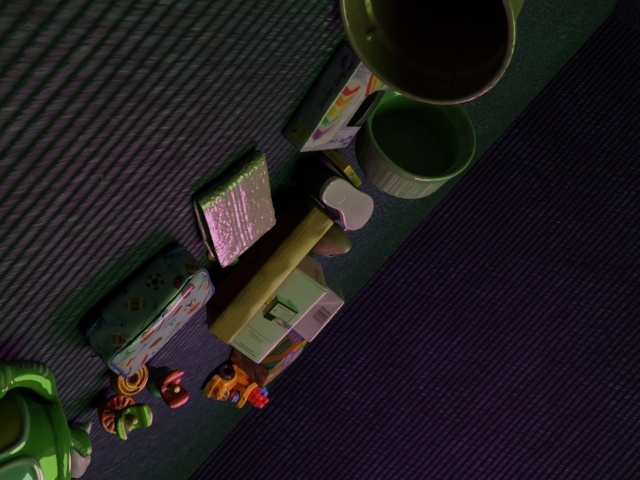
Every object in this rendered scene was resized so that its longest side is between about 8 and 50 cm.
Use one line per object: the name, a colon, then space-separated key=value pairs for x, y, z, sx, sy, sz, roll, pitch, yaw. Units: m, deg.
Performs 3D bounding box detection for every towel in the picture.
towel: x=-0.184 y=-0.065 z=1.526 sx=0.187 sy=0.049 sz=0.282 roll=-43 pitch=157 yaw=-22

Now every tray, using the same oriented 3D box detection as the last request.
tray: x=-0.140 y=0.063 z=1.807 sx=0.411 sy=0.076 sz=0.203 roll=-48 pitch=-161 yaw=5

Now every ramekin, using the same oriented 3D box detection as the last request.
ramekin: x=0.237 y=-0.258 z=1.814 sx=0.303 sy=0.303 sz=0.148 roll=-40 pitch=172 yaw=-28

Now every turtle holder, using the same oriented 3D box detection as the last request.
turtle holder: x=-0.561 y=0.368 z=1.243 sx=0.227 sy=0.243 sz=0.320 roll=-10 pitch=153 yaw=-41

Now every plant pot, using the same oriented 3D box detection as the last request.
plant pot: x=0.252 y=-0.476 z=1.270 sx=0.305 sy=0.333 sz=0.334 roll=-52 pitch=171 yaw=-32

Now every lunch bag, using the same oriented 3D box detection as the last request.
lunch bag: x=-0.371 y=0.162 z=1.509 sx=0.303 sy=0.115 sz=0.243 roll=-44 pitch=168 yaw=-17

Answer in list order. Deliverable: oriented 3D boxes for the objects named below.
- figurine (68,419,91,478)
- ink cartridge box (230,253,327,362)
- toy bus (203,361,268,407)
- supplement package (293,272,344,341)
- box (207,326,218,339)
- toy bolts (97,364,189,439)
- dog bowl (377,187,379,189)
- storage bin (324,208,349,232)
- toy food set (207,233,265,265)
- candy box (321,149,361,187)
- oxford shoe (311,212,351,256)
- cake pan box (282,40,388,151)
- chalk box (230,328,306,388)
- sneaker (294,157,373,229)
figurine: x=-0.678 y=0.563 z=1.761 sx=0.215 sy=0.092 sz=0.209 roll=-34 pitch=157 yaw=-46
ink cartridge box: x=-0.123 y=0.163 z=1.878 sx=0.278 sy=0.117 sz=0.201 roll=-47 pitch=-162 yaw=11
toy bus: x=-0.302 y=0.561 z=2.632 sx=0.220 sy=0.211 sz=0.149 roll=-29 pitch=159 yaw=-49
supplement package: x=-0.041 y=0.192 z=2.309 sx=0.177 sy=0.175 sz=0.293 roll=-50 pitch=-177 yaw=4
box: x=-0.215 y=0.194 z=2.100 sx=0.231 sy=0.056 sz=0.183 roll=-42 pitch=171 yaw=17
toy bolts: x=-0.487 y=0.379 z=1.825 sx=0.228 sy=0.158 sz=0.218 roll=-20 pitch=110 yaw=-43
dog bowl: x=0.270 y=-0.260 z=2.198 sx=0.166 sy=0.074 sz=0.297 roll=-31 pitch=146 yaw=-30
storage bin: x=0.038 y=-0.048 z=2.224 sx=0.091 sy=0.098 sz=0.135 roll=-18 pitch=150 yaw=-44
toy food set: x=-0.190 y=0.015 z=1.728 sx=0.128 sy=0.071 sz=0.218 roll=-52 pitch=166 yaw=19
candy box: x=0.050 y=-0.197 z=1.792 sx=0.027 sy=0.105 sz=0.206 roll=-44 pitch=166 yaw=3
oxford shoe: x=0.000 y=0.000 z=1.990 sx=0.123 sy=0.130 sz=0.348 roll=-51 pitch=-171 yaw=-4
cake pan box: x=0.055 y=-0.317 z=1.558 sx=0.246 sy=0.070 sz=0.267 roll=-51 pitch=167 yaw=22
chalk box: x=-0.168 y=0.377 z=2.591 sx=0.289 sy=0.180 sz=0.179 roll=-40 pitch=165 yaw=-33
sneaker: x=0.036 y=-0.128 z=1.806 sx=0.104 sy=0.147 sz=0.296 roll=-50 pitch=149 yaw=3
